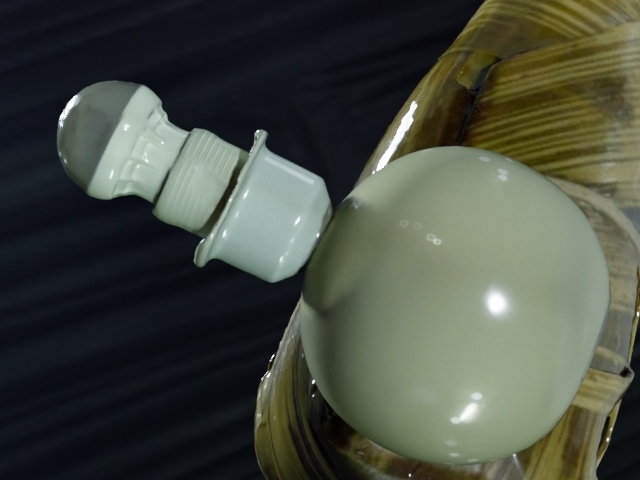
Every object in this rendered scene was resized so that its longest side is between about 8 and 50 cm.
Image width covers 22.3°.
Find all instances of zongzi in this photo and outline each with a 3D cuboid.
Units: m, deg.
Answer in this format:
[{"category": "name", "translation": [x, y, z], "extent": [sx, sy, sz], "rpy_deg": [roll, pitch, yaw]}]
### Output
[{"category": "zongzi", "translation": [0.065, -0.005, 0.723], "extent": [0.286, 0.134, 0.288], "rpy_deg": [135, 153, -72]}]

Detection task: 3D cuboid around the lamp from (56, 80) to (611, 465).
[{"category": "lamp", "translation": [0.000, 0.000, 0.463], "extent": [0.163, 0.091, 0.091], "rpy_deg": [26, 147, -3]}]
